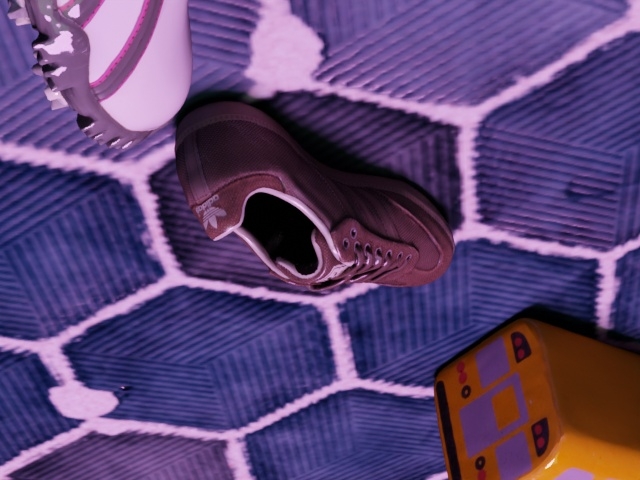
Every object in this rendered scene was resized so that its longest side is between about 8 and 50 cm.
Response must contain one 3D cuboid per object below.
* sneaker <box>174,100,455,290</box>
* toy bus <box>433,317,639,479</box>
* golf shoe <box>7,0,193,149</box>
[{"bbox_3d":[0.000,0.000,0.712,0.066,0.071,0.188,-33,138,32],"label":"sneaker"},{"bbox_3d":[0.225,0.156,0.962,0.332,0.108,0.130,19,136,-34],"label":"toy bus"},{"bbox_3d":[-0.060,-0.131,0.482,0.120,0.105,0.273,-14,147,-4],"label":"golf shoe"}]
